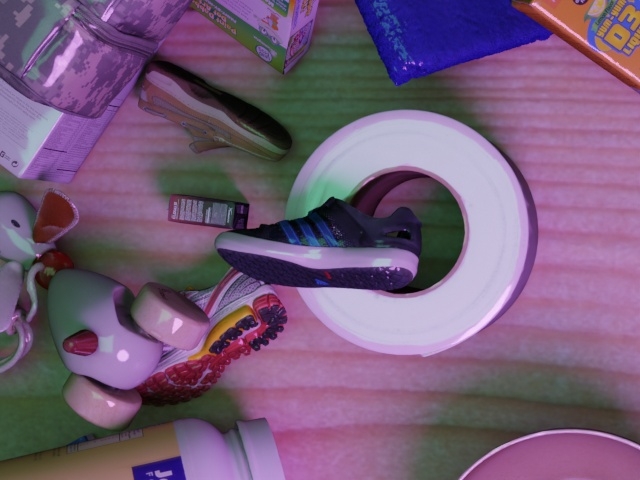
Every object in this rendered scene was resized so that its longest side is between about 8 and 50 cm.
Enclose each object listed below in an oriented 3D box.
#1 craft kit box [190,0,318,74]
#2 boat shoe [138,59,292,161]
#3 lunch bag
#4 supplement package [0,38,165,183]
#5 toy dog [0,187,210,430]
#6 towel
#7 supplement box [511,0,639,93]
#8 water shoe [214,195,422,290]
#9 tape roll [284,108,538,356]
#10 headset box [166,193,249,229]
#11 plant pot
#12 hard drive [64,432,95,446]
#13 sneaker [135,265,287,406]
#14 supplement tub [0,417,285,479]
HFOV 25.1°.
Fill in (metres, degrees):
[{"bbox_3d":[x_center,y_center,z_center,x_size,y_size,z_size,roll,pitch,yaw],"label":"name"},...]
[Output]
[{"bbox_3d":[-0.108,-0.319,1.490,0.250,0.246,0.061,38,64,9],"label":"craft kit box"},{"bbox_3d":[-0.119,-0.127,1.586,0.190,0.068,0.072,32,109,20],"label":"boat shoe"},{"bbox_3d":[-0.257,-0.297,1.381,0.305,0.212,0.256,40,99,9],"label":"lunch bag"},{"bbox_3d":[-0.319,-0.201,1.578,0.194,0.149,0.203,37,97,9],"label":"supplement package"},{"bbox_3d":[-0.285,0.061,1.520,0.334,0.161,0.220,16,86,29],"label":"toy dog"},{"bbox_3d":[0.101,-0.320,1.483,0.228,0.076,0.308,-19,82,-29],"label":"towel"},{"bbox_3d":[0.310,-0.203,1.441,0.233,0.080,0.078,32,98,-11],"label":"supplement box"},{"bbox_3d":[0.000,0.000,1.391,0.203,0.073,0.080,6,64,15],"label":"water shoe"},{"bbox_3d":[0.098,-0.008,1.480,0.246,0.169,0.246,0,89,12],"label":"tape roll"},{"bbox_3d":[-0.127,-0.032,1.582,0.083,0.062,0.032,6,91,11],"label":"headset box"},{"bbox_3d":[0.255,0.319,1.434,0.284,0.191,0.284,0,89,12],"label":"plant pot"},{"bbox_3d":[-0.280,0.408,1.625,0.210,0.040,0.318,-29,84,10],"label":"hard drive"},{"bbox_3d":[-0.139,0.107,1.585,0.225,0.088,0.092,-34,56,14],"label":"sneaker"},{"bbox_3d":[-0.195,0.317,1.475,0.331,0.241,0.241,-13,87,-8],"label":"supplement tub"}]
